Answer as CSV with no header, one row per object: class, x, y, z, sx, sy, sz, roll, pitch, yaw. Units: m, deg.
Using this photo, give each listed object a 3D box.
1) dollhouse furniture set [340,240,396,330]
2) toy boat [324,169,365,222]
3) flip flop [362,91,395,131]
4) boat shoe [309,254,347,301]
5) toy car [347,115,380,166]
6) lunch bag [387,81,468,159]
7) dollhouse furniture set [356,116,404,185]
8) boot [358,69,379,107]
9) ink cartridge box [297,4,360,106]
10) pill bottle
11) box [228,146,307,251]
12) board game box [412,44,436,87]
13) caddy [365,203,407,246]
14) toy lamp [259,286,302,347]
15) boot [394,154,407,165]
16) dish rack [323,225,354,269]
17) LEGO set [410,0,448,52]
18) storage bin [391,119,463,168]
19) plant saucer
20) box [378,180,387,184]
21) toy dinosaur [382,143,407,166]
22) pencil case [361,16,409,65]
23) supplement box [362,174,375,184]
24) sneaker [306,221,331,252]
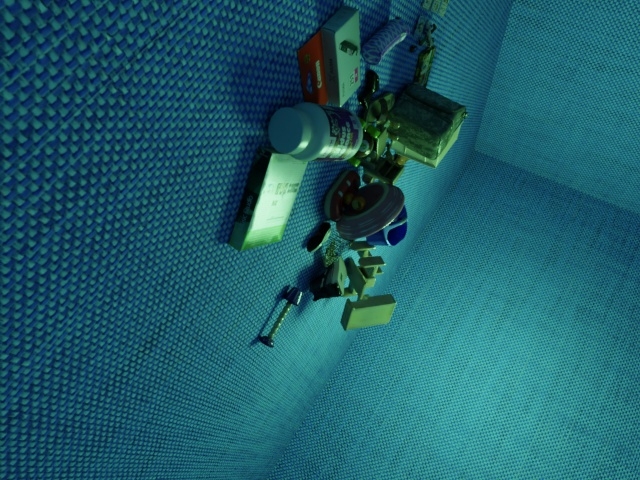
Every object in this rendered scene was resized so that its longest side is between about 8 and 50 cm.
dollhouse furniture set,0.189,0.262,2.354,0.256,0.394,0.362,-4,130,-21
toy boat,0.119,-0.173,1.846,0.231,0.151,0.151,-54,157,-19
flip flop,0.246,-0.524,1.802,0.277,0.080,0.112,-44,153,-38
boat shoe,0.035,0.180,2.169,0.340,0.158,0.127,-67,139,-69
toy car,0.096,-0.380,1.578,0.155,0.149,0.188,-55,149,11
lunch bag,0.471,-0.557,1.984,0.256,0.305,0.213,-50,159,-18
dollhouse furniture set,0.284,-0.382,1.952,0.212,0.160,0.242,-51,157,-24
boot,0.178,-0.565,1.652,0.099,0.045,0.121,-55,159,-7
ink cartridge box,0.036,-0.525,1.352,0.239,0.060,0.275,-54,158,-23
pill bottle,-0.012,-0.322,1.322,0.301,0.169,0.170,-16,131,-54
box,-0.159,-0.132,1.395,0.232,0.058,0.322,-16,130,-62
board game box,0.482,-0.781,2.101,0.136,0.030,0.260,-48,155,-37
caddy,0.370,-0.099,2.363,0.341,0.179,0.242,-30,113,-54
toy lamp,-0.167,0.329,1.917,0.275,0.080,0.080,-58,159,-3
boot,0.463,-0.449,2.410,0.153,0.072,0.197,-60,147,-6
dish rack,0.084,0.003,2.101,0.271,0.074,0.208,-48,154,-28
LEGO set,0.442,-0.915,1.851,0.182,0.060,0.245,-14,129,-47
storage bin,0.526,-0.522,2.195,0.262,0.260,0.123,-51,155,-27
plant saucer,0.202,-0.146,1.924,0.332,0.332,0.084,-51,121,-26
box,0.338,-0.293,2.375,0.136,0.028,0.081,-14,129,-66
toy dinosaur,0.332,-0.389,2.119,0.064,0.212,0.112,15,131,-27
pencil case,0.227,-0.694,1.541,0.206,0.088,0.086,-50,154,-26
supplement box,0.242,-0.308,2.109,0.083,0.043,0.055,-62,159,-1
sneaker,0.000,0.000,1.915,0.161,0.057,0.075,-56,153,-23
